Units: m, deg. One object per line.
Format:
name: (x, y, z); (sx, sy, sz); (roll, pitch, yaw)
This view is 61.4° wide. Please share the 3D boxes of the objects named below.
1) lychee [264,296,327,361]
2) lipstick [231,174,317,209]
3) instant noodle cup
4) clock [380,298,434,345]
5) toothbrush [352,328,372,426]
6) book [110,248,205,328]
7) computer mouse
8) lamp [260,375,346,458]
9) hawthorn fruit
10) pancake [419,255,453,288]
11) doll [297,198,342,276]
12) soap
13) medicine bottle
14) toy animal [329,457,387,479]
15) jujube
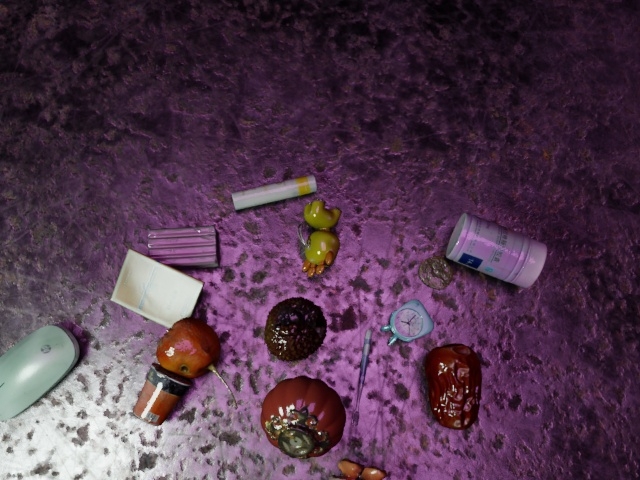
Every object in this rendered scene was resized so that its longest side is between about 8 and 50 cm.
lychee: (-0.073, 0.250, 1.498); (0.188, 0.188, 0.187); (1, 73, -3)
lipstick: (-0.144, -0.150, 1.678); (0.264, 0.059, 0.059); (-13, 74, -8)
instant noodle cup: (-0.434, 0.420, 1.459); (0.127, 0.127, 0.135); (27, 81, 5)
clock: (0.251, 0.247, 1.584); (0.147, 0.045, 0.108); (-27, 75, -10)
toothbrush: (0.120, 0.389, 1.542); (0.019, 0.025, 0.275); (11, 73, 1)
book: (-0.471, 0.147, 1.550); (0.242, 0.018, 0.170); (24, 100, 5)
computer mouse: (-0.796, 0.352, 1.465); (0.288, 0.097, 0.159); (-39, 81, -14)
lamp: (-0.044, 0.462, 1.424); (0.227, 0.227, 0.226); (1, 73, -3)
hawthorn fruit: (-0.310, 0.333, 1.471); (0.285, 0.165, 0.165); (37, 74, 7)
pancake: (0.356, 0.100, 1.650); (0.108, 0.017, 0.107); (1, 76, -2)
doll: (0.000, 0.000, 1.605); (0.136, 0.143, 0.220); (22, 68, -33)
soap: (-0.405, 0.024, 1.604); (0.203, 0.065, 0.122); (-3, 75, -4)
medicine bottle: (0.523, 0.030, 1.611); (0.254, 0.152, 0.152); (21, 73, 4)
toy animal: (0.075, 0.716, 1.368); (0.196, 0.169, 0.281); (-2, 73, 41)
jujube: (0.367, 0.402, 1.494); (0.155, 0.155, 0.230); (3, 82, -2)
